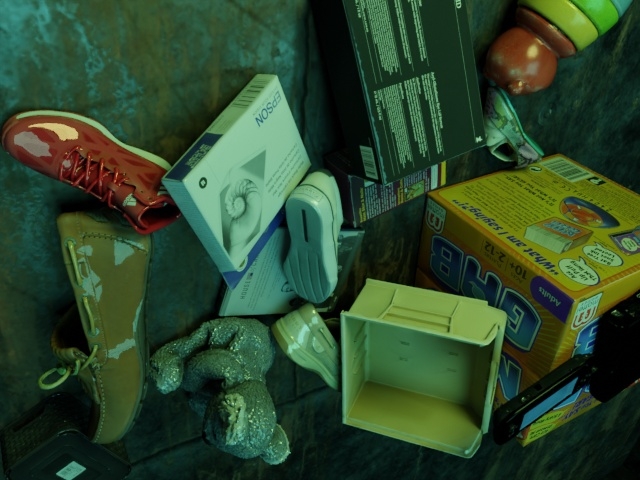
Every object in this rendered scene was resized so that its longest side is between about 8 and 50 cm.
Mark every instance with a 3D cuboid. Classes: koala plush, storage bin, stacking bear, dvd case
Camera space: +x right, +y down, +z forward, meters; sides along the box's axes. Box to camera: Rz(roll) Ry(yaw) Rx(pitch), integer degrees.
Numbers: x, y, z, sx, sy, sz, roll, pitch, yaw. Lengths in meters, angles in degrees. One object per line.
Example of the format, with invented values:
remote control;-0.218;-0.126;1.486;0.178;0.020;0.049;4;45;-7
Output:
koala plush;-0.139;0.256;0.942;0.203;0.221;0.196;-35;135;-2
storage bin;-0.407;0.344;0.931;0.122;0.084;0.180;-35;135;-8
storage bin;0.179;0.228;1.033;0.123;0.260;0.262;-51;145;-53
stacking bear;0.385;-0.360;0.916;0.164;0.175;0.289;23;114;-39
dvd case;-0.050;0.050;0.999;0.239;0.029;0.179;3;119;-35

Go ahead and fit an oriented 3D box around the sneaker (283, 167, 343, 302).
sneaker;0.000;0.000;0.914;0.091;0.094;0.258;-53;160;-36

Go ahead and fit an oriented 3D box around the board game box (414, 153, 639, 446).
board game box;0.435;0.093;1.131;0.356;0.356;0.356;-17;129;-23

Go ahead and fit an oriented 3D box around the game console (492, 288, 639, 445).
game console;0.424;0.224;0.935;0.361;0.044;0.213;-28;132;-14

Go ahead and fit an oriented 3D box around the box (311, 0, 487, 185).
box;0.114;-0.233;0.804;0.184;0.103;0.261;-22;112;-17

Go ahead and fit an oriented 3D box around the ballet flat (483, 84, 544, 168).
ballet flat;0.342;-0.195;1.067;0.079;0.077;0.221;-35;138;20

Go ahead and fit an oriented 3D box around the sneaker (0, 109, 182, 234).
sneaker;-0.258;-0.080;0.692;0.221;0.128;0.087;14;113;-40

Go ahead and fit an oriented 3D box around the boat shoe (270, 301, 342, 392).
boat shoe;0.021;0.202;1.089;0.098;0.109;0.302;-40;140;4

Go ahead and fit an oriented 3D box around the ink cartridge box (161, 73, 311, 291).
ink cartridge box;-0.092;-0.073;0.798;0.223;0.045;0.224;-58;144;-31

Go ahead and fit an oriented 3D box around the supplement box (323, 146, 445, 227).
supplement box;0.109;-0.115;0.950;0.188;0.081;0.104;-25;132;-18

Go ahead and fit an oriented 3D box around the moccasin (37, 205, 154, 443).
moccasin;-0.316;0.133;0.804;0.147;0.139;0.380;-3;126;-25
